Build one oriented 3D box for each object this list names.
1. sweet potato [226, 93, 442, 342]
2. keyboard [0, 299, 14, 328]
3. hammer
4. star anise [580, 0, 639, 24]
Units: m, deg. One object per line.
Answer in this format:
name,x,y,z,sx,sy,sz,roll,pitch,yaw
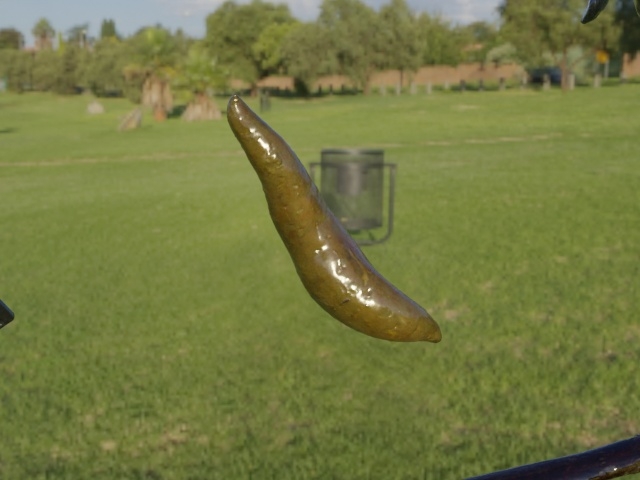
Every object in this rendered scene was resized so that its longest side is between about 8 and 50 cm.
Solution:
sweet potato,-0.002,-0.001,0.689,0.069,0.249,0.059,-25,16,50
keyboard,-0.336,0.091,0.755,0.155,0.053,0.010,-34,35,-4
hammer,0.114,0.101,0.386,0.178,0.021,0.065,-11,33,-8
star anise,0.293,-0.298,0.849,0.204,0.181,0.061,1,10,-3
